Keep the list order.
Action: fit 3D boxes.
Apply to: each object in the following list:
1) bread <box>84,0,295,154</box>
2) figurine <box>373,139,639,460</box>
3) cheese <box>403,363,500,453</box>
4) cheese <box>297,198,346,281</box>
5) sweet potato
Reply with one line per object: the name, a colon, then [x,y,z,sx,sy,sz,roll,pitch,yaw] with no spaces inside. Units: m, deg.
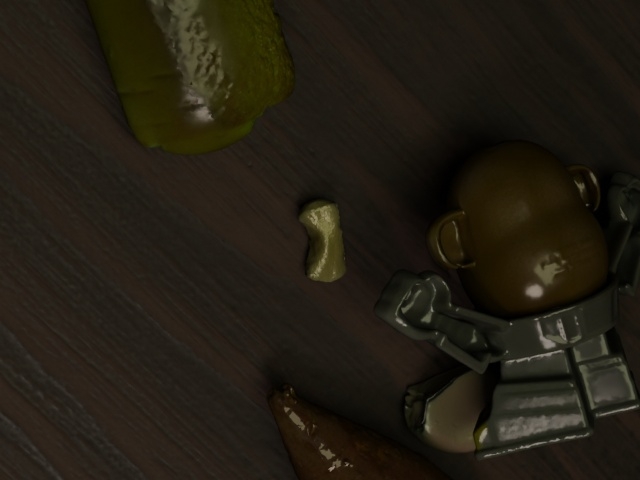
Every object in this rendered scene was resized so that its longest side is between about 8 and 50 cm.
bread: [-0.139,-0.260,1.612,0.166,0.112,0.383,-22,108,-12]
figurine: [0.207,0.043,1.755,0.342,0.167,0.285,-33,110,-53]
cheese: [0.169,0.162,1.844,0.171,0.047,0.092,-15,109,-14]
cheese: [0.000,0.000,1.761,0.044,0.030,0.083,-17,113,-20]
sweet potato: [0.069,0.262,1.790,0.131,0.131,0.336,-46,112,-4]
